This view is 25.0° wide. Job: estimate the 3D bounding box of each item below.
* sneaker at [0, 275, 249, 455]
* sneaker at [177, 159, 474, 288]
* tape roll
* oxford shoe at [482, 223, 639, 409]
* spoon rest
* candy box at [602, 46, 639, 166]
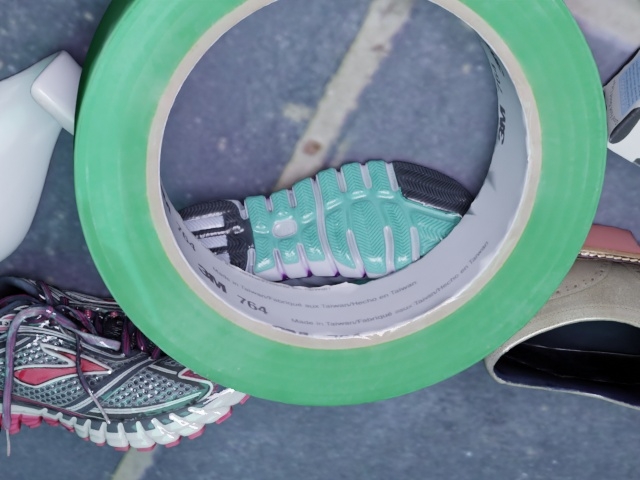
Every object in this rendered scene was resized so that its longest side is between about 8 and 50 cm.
[{"bbox_3d":[-0.182,0.082,1.069,0.299,0.121,0.112,-4,125,13],"label":"sneaker"},{"bbox_3d":[0.000,0.000,1.022,0.223,0.083,0.098,-6,163,2],"label":"sneaker"},{"bbox_3d":[0.010,-0.055,0.885,0.321,0.077,0.321,-4,114,-8],"label":"tape roll"},{"bbox_3d":[0.275,0.073,0.980,0.348,0.130,0.123,2,128,8],"label":"oxford shoe"},{"bbox_3d":[-0.234,-0.056,1.009,0.137,0.084,0.276,43,136,-21],"label":"spoon rest"},{"bbox_3d":[0.303,-0.114,0.867,0.159,0.071,0.233,30,126,-14],"label":"candy box"}]
